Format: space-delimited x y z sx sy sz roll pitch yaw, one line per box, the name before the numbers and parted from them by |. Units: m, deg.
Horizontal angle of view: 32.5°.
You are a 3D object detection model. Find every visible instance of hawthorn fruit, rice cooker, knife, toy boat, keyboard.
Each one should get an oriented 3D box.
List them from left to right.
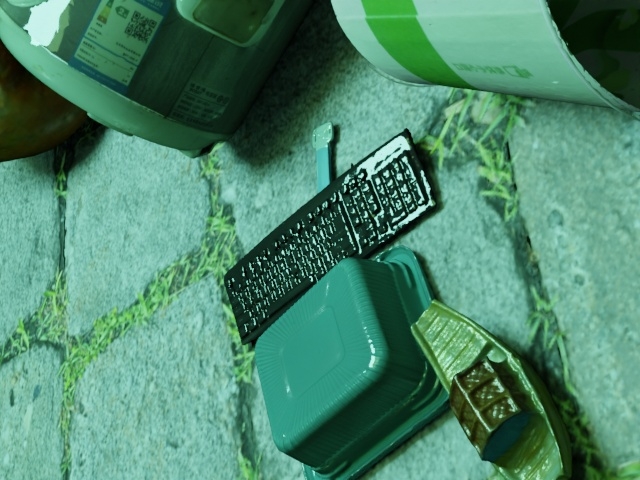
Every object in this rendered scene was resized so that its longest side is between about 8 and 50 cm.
hawthorn fruit | -0.392 -0.221 1.349 0.301 0.268 0.267 11 83 45
rice cooker | -0.146 -0.254 1.059 0.277 0.288 0.288 -56 41 16
keyboard | 0.000 0.000 0.976 0.250 0.017 0.087 -38 58 33
knife | 0.005 -0.064 1.011 0.027 0.010 0.096 -22 60 41
toy boat | 0.119 0.109 0.761 0.065 0.066 0.172 -54 42 22

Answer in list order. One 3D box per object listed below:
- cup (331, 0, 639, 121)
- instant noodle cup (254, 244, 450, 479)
cup | 0.147 -0.202 0.738 0.274 0.253 0.253 10 82 57
instant noodle cup | 0.016 0.098 0.883 0.179 0.070 0.157 -44 44 29
